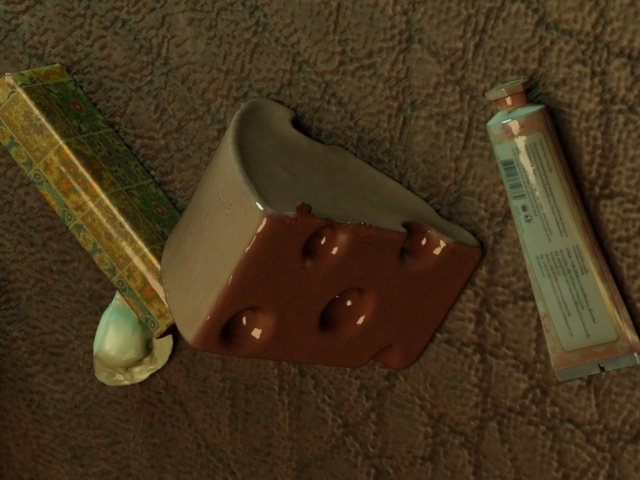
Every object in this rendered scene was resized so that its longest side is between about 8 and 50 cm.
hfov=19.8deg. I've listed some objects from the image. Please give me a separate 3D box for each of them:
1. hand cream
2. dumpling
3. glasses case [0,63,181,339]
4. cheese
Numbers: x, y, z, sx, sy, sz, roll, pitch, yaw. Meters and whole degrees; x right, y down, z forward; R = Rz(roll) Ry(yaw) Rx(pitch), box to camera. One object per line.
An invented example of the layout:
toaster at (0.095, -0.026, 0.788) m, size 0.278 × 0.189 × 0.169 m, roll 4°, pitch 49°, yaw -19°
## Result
hand cream at (0.161, -0.007, 1.248) m, size 0.067 × 0.043 × 0.209 m, roll -15°, pitch 99°, yaw 25°
dumpling at (-0.141, 0.075, 1.381) m, size 0.059 × 0.043 × 0.077 m, roll 15°, pitch 89°, yaw 2°
glasses case at (-0.159, -0.030, 1.349) m, size 0.049 × 0.075 × 0.218 m, roll -42°, pitch 83°, yaw 24°
cheese at (-0.023, -0.015, 1.285) m, size 0.177 × 0.203 × 0.128 m, roll 51°, pitch 121°, yaw 41°
